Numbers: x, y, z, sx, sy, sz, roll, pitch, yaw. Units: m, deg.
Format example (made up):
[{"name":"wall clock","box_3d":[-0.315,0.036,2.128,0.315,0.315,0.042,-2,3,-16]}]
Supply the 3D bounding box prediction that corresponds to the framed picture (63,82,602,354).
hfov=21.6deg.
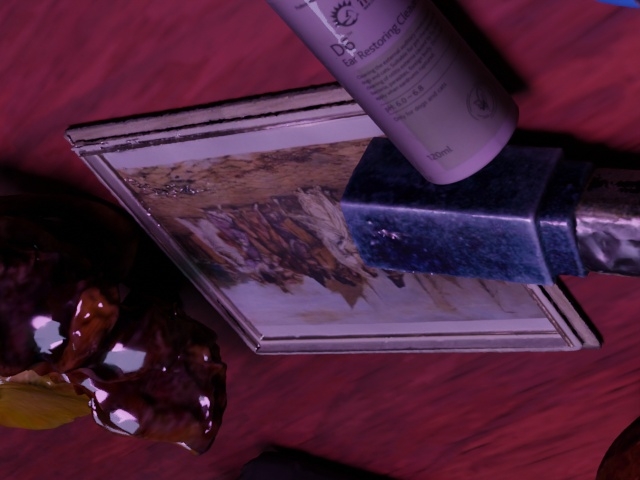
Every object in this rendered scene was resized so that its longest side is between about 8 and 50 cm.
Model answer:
[{"name":"framed picture","box_3d":[0.000,0.000,0.949,0.274,0.017,0.217,-6,135,45]}]

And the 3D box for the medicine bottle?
[{"name":"medicine bottle","box_3d":[0.010,-0.109,0.737,0.057,0.058,0.199,-10,131,48]}]

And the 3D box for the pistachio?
[{"name":"pistachio","box_3d":[-0.214,0.103,1.254,0.089,0.049,0.173,20,156,-31]}]

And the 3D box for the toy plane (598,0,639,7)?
[{"name":"toy plane","box_3d":[0.167,-0.100,0.509,0.254,0.105,0.271,18,177,-39]}]

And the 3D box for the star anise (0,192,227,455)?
[{"name":"star anise","box_3d":[-0.148,0.043,1.027,0.190,0.126,0.220,42,-173,38]}]

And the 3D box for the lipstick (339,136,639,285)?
[{"name":"lipstick","box_3d":[0.160,-0.006,0.755,0.312,0.051,0.051,5,137,28]}]

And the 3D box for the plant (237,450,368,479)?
[{"name":"plant","box_3d":[-0.004,0.243,1.199,0.256,0.142,0.164,-8,135,31]}]

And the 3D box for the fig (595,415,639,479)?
[{"name":"fig","box_3d":[0.209,0.142,0.836,0.149,0.148,0.202,65,-176,20]}]
